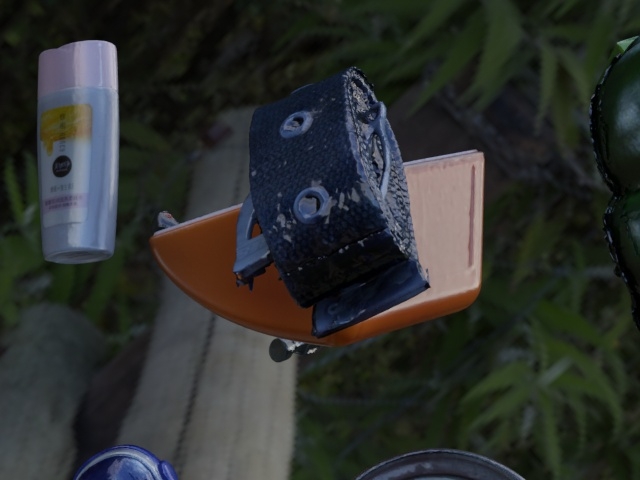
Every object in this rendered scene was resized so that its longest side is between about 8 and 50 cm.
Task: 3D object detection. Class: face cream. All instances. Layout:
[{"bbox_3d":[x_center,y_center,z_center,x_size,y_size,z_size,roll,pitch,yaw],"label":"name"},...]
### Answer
[{"bbox_3d":[-0.220,-0.081,1.505,0.057,0.084,0.198,20,63,-60],"label":"face cream"}]

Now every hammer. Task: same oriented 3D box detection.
[{"bbox_3d":[-0.103,0.048,1.952,0.288,0.033,0.111,37,31,30],"label":"hammer"}]

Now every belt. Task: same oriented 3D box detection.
[{"bbox_3d":[-0.004,-0.036,1.241,0.122,0.128,0.218,56,17,-31],"label":"belt"}]

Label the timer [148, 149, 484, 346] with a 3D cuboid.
[{"bbox_3d":[0.000,0.000,1.632,0.257,0.250,0.161,-13,103,-47],"label":"timer"}]

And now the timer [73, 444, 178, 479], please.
[{"bbox_3d":[-0.204,0.448,2.160,0.383,0.270,0.270,61,18,7],"label":"timer"}]

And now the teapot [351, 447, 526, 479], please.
[{"bbox_3d":[0.063,0.327,1.528,0.312,0.315,0.233,84,5,-75],"label":"teapot"}]

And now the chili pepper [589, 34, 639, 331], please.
[{"bbox_3d":[0.304,-0.032,0.979,0.248,0.257,0.233,15,64,-54],"label":"chili pepper"}]

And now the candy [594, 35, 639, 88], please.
[{"bbox_3d":[0.432,-0.157,2.104,0.194,0.062,0.097,62,-24,27],"label":"candy"}]
